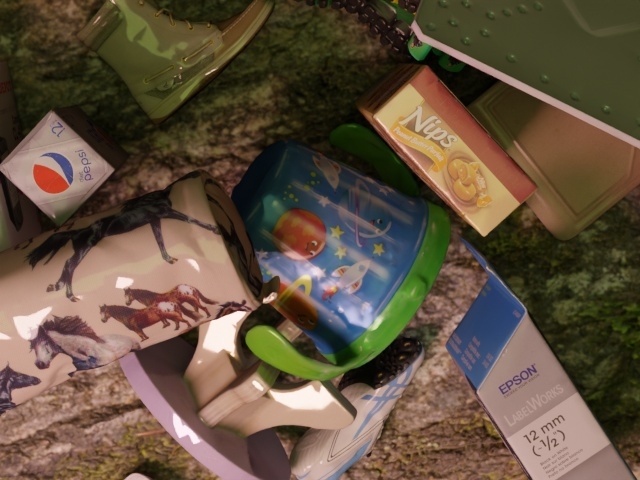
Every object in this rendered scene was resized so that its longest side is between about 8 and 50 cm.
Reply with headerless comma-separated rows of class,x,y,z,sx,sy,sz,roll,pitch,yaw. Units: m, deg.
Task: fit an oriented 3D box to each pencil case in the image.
pencil case,-0.255,0.073,1.501,0.410,0.160,0.183,-23,126,1

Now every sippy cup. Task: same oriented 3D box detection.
sippy cup,0.000,0.000,1.677,0.224,0.305,0.240,34,107,-16

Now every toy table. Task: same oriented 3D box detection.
toy table,-0.099,0.169,1.720,0.274,0.252,0.161,42,110,-15

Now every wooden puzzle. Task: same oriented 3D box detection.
wooden puzzle,0.334,-0.152,1.790,0.238,0.044,0.221,-38,99,7

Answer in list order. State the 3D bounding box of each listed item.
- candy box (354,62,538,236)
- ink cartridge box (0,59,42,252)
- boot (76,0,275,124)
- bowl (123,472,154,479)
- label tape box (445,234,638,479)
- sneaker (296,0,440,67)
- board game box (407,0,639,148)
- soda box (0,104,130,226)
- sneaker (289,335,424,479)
candy box,0.138,-0.115,1.642,0.087,0.316,0.183,-43,97,4
ink cartridge box,-0.421,-0.052,1.666,0.131,0.226,0.306,-9,100,-1
boot,-0.178,-0.269,1.725,0.213,0.077,0.165,-42,96,6
bowl,-0.227,0.389,1.806,0.142,0.053,0.142,42,94,23
label tape box,0.243,0.177,1.722,0.115,0.249,0.348,-35,98,2
sneaker,0.050,-0.349,1.716,0.343,0.134,0.146,34,52,2
board game box,0.316,-0.273,1.640,0.390,0.050,0.390,25,52,-6
soda box,-0.293,-0.093,1.636,0.098,0.286,0.091,44,91,-8
sneaker,0.056,0.224,1.812,0.086,0.085,0.237,39,91,-34
